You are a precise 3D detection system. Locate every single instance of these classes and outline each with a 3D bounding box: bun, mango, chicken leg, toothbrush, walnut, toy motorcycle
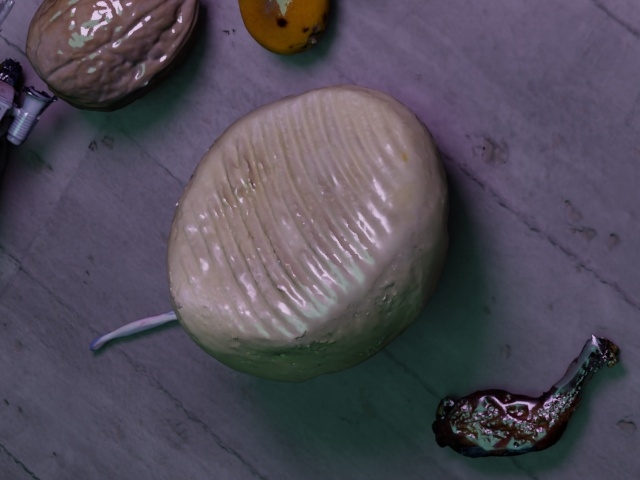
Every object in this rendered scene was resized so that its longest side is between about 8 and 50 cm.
[{"bbox_3d":[0.000,0.000,1.580,0.326,0.234,0.362,32,85,39],"label":"bun"},{"bbox_3d":[-0.049,-0.310,1.630,0.115,0.090,0.178,-14,87,32],"label":"mango"},{"bbox_3d":[0.249,0.198,1.629,0.253,0.051,0.106,-29,84,22],"label":"chicken leg"},{"bbox_3d":[-0.200,0.106,1.815,0.269,0.021,0.027,-18,81,25],"label":"toothbrush"},{"bbox_3d":[-0.248,-0.255,1.675,0.230,0.178,0.178,-29,89,7],"label":"walnut"},{"bbox_3d":[-0.447,-0.145,1.772,0.134,0.207,0.401,31,110,-17],"label":"toy motorcycle"}]
